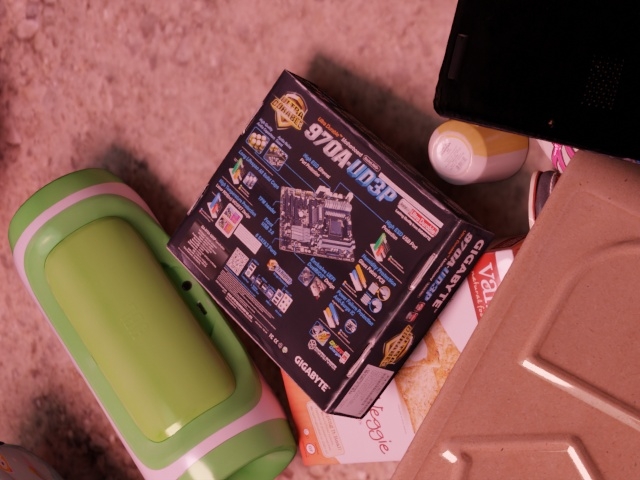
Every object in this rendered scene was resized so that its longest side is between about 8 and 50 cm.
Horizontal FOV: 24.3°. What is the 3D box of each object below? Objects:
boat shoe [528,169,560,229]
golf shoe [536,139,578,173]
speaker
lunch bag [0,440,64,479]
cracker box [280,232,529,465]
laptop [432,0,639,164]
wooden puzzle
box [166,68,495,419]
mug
[{"bbox_3d":[0.183,0.013,1.075,0.043,0.049,0.137,-9,100,31],"label":"boat shoe"},{"bbox_3d":[0.188,-0.078,1.047,0.186,0.067,0.086,64,160,-5],"label":"golf shoe"},{"bbox_3d":[-0.144,0.083,1.241,0.131,0.131,0.296,-49,66,32],"label":"speaker"},{"bbox_3d":[-0.241,0.290,1.329,0.279,0.224,0.108,42,92,18],"label":"lunch bag"},{"bbox_3d":[0.077,0.088,1.153,0.232,0.067,0.156,-10,97,34],"label":"cracker box"},{"bbox_3d":[0.313,-0.212,0.891,0.408,0.236,0.382,22,100,57],"label":"laptop"},{"bbox_3d":[0.232,0.151,0.939,0.322,0.080,0.348,29,79,13],"label":"wooden puzzle"},{"bbox_3d":[0.000,0.000,1.123,0.220,0.051,0.175,43,104,36],"label":"box"},{"bbox_3d":[0.110,-0.076,1.088,0.062,0.064,0.078,0,103,34],"label":"mug"}]
